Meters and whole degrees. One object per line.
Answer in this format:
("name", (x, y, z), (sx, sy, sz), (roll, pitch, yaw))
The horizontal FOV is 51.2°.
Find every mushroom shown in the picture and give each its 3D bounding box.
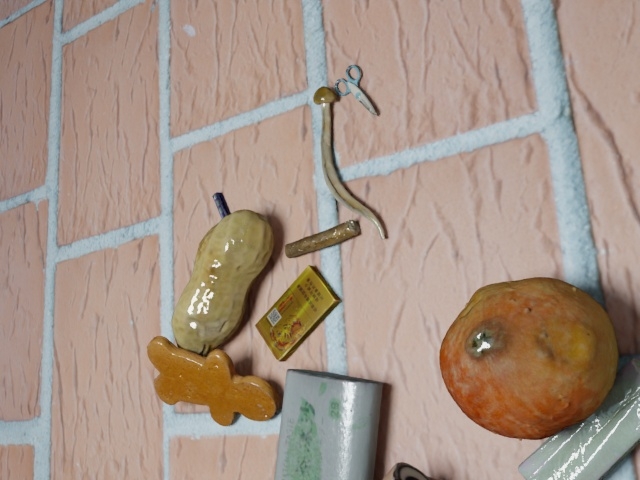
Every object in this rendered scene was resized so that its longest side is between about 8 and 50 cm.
("mushroom", (0.036, -0.127, 1.139), (0.068, 0.043, 0.306), (-42, 58, 50))

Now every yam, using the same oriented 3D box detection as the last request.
("yam", (0.000, 0.000, 1.140), (0.145, 0.032, 0.032), (-20, 70, 32))

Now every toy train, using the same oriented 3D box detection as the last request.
("toy train", (-0.187, -0.057, 1.289), (0.017, 0.017, 0.083), (-38, 62, 24))

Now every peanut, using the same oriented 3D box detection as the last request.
("peanut", (-0.179, 0.077, 1.191), (0.130, 0.130, 0.290), (29, 97, 35))

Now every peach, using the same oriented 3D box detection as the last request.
("peach", (0.245, 0.137, 0.821), (0.233, 0.233, 0.232), (-8, 76, 34))

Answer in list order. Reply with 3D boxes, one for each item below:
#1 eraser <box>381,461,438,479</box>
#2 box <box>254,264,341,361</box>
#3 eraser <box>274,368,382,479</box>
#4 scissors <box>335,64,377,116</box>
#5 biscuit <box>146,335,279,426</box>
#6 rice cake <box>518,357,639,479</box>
("eraser", (0.078, 0.454, 0.927), (0.290, 0.171, 0.087), (-54, 17, 14))
("box", (-0.041, 0.126, 1.147), (0.156, 0.022, 0.089), (-50, 56, 17))
("eraser", (0.007, 0.323, 1.038), (0.174, 0.081, 0.226), (1, 82, 36))
("scissors", (0.066, -0.252, 1.154), (0.058, 0.014, 0.119), (-47, 55, 23))
("biscuit", (-0.185, 0.252, 1.170), (0.250, 0.036, 0.165), (11, 123, 19))
("rice cake", (0.350, 0.244, 0.839), (0.221, 0.042, 0.080), (-52, 52, 16))
